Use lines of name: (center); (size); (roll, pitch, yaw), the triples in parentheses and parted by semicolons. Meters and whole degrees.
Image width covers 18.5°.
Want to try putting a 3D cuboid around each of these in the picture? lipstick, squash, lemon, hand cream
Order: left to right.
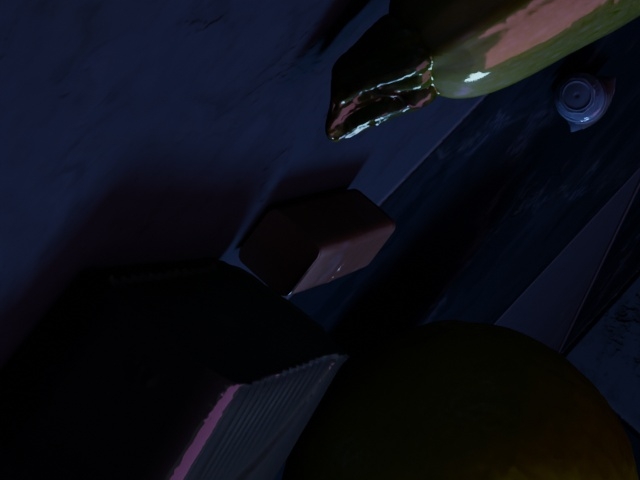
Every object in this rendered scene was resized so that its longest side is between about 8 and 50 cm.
lipstick: (0.000, 0.000, 1.265); (0.045, 0.045, 0.145); (-51, 168, 19)
lemon: (0.126, 0.231, 1.766); (0.348, 0.348, 0.348); (-46, 168, -13)
squash: (0.122, -0.144, 1.071); (0.287, 0.137, 0.137); (-40, 165, -26)
hand cream: (0.230, -0.121, 1.705); (0.065, 0.043, 0.170); (-51, 170, 9)

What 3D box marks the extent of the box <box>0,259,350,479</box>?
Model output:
box: (-0.100, 0.111, 1.091); (0.178, 0.138, 0.274); (-57, 169, 10)
